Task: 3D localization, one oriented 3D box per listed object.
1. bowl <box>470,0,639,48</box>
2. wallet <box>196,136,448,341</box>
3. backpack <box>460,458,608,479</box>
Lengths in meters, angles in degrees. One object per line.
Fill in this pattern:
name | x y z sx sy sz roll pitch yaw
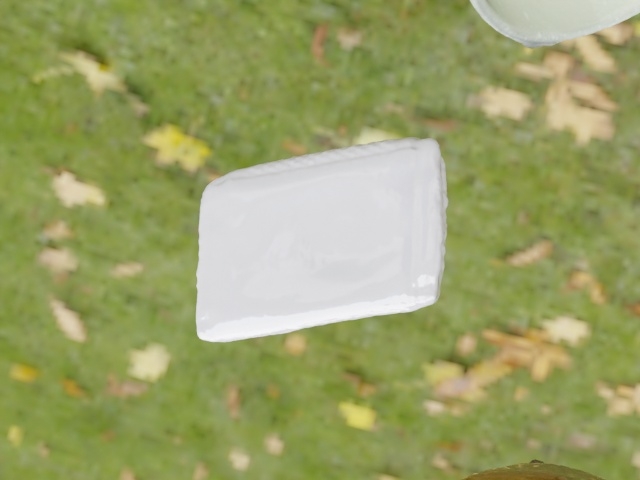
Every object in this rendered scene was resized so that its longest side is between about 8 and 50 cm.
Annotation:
bowl | 0.152 -0.257 1.058 0.145 0.277 0.277 52 179 27
wallet | 0.000 0.000 1.246 0.182 0.124 0.032 -11 154 26
backpack | 0.104 0.285 1.146 0.201 0.353 0.378 24 156 35
